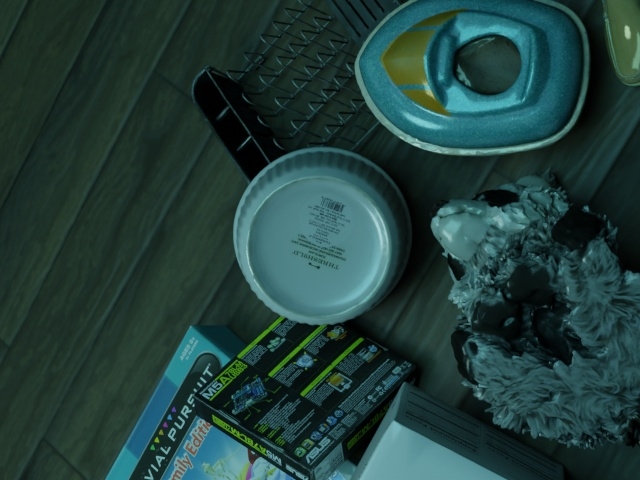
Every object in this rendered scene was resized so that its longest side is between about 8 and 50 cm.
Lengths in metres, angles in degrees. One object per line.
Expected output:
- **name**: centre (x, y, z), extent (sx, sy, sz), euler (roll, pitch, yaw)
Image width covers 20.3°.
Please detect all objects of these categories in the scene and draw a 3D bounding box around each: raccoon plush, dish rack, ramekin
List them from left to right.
- **dish rack**: centre (-0.006, -0.192, 2.117), extent (0.271, 0.074, 0.208), euler (-44, 67, 22)
- **ramekin**: centre (0.000, 0.000, 2.026), extent (0.207, 0.109, 0.207), euler (1, 99, 3)
- **raccoon plush**: centre (0.285, 0.120, 1.887), extent (0.216, 0.299, 0.446), euler (-36, 99, 11)

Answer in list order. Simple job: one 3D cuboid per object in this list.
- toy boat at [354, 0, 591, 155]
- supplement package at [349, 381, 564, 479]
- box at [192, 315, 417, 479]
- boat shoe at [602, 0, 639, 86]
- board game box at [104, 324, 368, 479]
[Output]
- **toy boat**: centre (0.162, -0.252, 1.954), extent (0.267, 0.148, 0.318), euler (1, 84, 21)
- **supplement package**: centre (0.113, 0.325, 1.920), extent (0.204, 0.145, 0.262), euler (28, 103, 0)
- **box**: centre (-0.017, 0.172, 2.048), extent (0.184, 0.190, 0.045), euler (27, 144, 32)
- **boat shoe**: centre (0.325, -0.261, 1.908), extent (0.068, 0.072, 0.190), euler (-6, 84, 32)
- **board game box**: centre (-0.082, 0.298, 2.132), extent (0.336, 0.079, 0.254), euler (37, 106, 29)
